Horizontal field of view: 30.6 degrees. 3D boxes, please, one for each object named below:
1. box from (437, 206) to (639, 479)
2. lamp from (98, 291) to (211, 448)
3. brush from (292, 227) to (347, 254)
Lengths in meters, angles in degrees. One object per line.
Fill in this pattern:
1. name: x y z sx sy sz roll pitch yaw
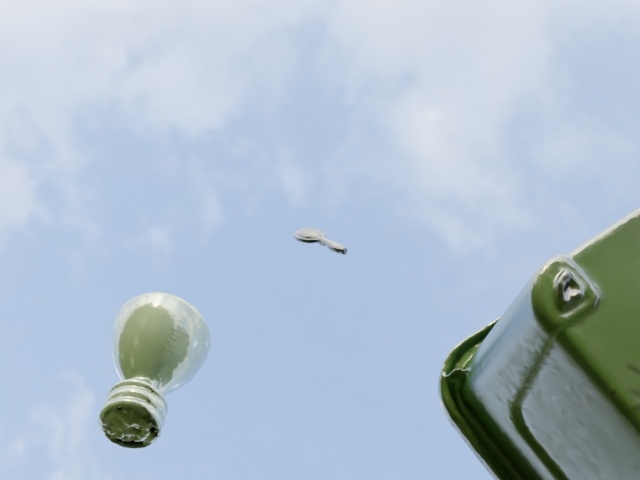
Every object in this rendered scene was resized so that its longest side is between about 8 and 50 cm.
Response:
1. box: 0.275 0.074 0.786 0.253 0.328 0.178 49 -28 23
2. lamp: -0.176 0.129 1.201 0.106 0.193 0.106 4 -57 7
3. brush: 0.000 0.000 1.004 0.083 0.024 0.008 26 -48 58
